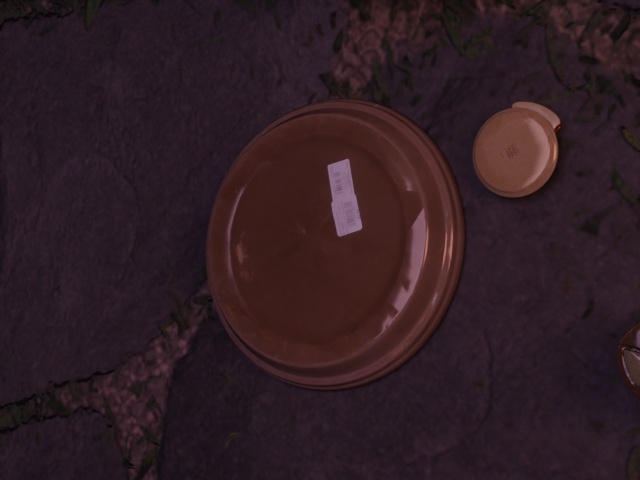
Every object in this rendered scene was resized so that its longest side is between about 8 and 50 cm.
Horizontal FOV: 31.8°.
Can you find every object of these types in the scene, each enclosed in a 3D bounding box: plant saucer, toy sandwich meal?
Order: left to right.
[{"bbox_3d":[0.000,0.000,1.045,0.277,0.041,0.278,-6,79,30],"label":"plant saucer"},{"bbox_3d":[0.170,-0.078,0.964,0.085,0.029,0.086,-2,86,31],"label":"toy sandwich meal"}]

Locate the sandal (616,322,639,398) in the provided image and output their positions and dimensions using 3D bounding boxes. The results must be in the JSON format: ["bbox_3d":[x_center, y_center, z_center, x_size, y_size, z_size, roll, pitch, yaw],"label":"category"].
[{"bbox_3d":[0.333,0.074,0.832,0.219,0.060,0.090,-22,78,11],"label":"sandal"}]
